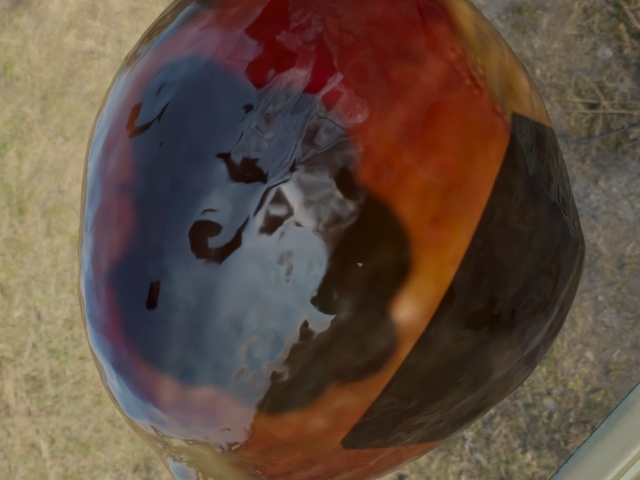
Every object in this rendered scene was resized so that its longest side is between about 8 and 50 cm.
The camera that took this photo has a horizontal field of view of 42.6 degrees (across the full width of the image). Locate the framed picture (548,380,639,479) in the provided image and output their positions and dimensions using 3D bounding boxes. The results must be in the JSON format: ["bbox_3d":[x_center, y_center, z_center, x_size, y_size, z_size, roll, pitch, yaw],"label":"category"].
[{"bbox_3d":[0.182,0.055,0.342,0.018,0.192,0.265,50,121,35],"label":"framed picture"}]

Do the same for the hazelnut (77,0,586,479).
[{"bbox_3d":[0.000,0.000,0.633,0.353,0.421,0.421,36,125,27],"label":"hazelnut"}]
